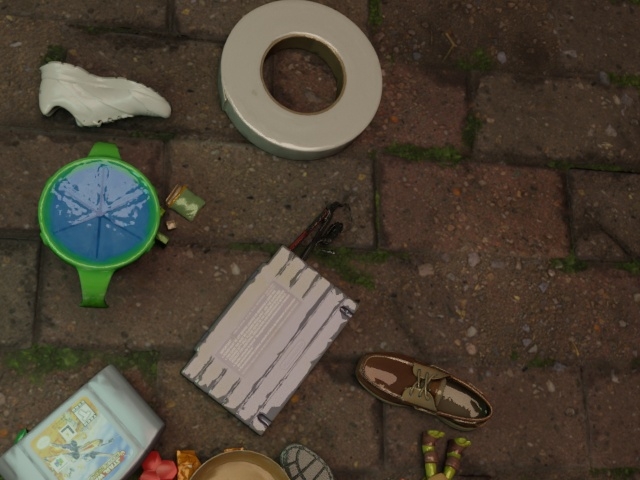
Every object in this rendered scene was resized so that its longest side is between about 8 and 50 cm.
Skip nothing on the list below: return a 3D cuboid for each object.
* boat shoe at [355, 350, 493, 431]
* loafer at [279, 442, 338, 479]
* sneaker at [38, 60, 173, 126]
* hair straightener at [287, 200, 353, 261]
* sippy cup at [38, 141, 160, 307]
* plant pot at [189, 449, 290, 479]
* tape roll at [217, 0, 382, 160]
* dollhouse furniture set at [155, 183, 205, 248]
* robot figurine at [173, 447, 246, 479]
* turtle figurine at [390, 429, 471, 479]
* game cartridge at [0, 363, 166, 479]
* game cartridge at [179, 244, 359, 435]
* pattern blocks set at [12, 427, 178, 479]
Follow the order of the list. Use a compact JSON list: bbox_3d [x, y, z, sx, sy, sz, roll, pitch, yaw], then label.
[{"bbox_3d":[0.236,0.322,1.973,0.325,0.116,0.123,21,72,-8],"label":"boat shoe"},{"bbox_3d":[0.011,0.538,1.887,0.096,0.084,0.267,-42,85,-9],"label":"loafer"},{"bbox_3d":[-0.476,-0.304,1.980,0.297,0.111,0.129,11,89,-7],"label":"sneaker"},{"bbox_3d":[0.000,0.000,2.042,0.089,0.047,0.230,42,66,-1],"label":"hair straightener"},{"bbox_3d":[-0.452,-0.029,1.835,0.240,0.224,0.305,38,70,-3],"label":"sippy cup"},{"bbox_3d":[-0.162,0.537,1.774,0.237,0.032,0.236,5,73,-17],"label":"plant pot"},{"bbox_3d":[-0.049,-0.378,2.109,0.392,0.072,0.391,3,76,-13],"label":"tape roll"},{"bbox_3d":[-0.318,-0.057,1.963,0.076,0.058,0.151,34,71,-4],"label":"dollhouse furniture set"},{"bbox_3d":[-0.219,0.571,1.811,0.211,0.085,0.290,1,75,-13],"label":"robot figurine"},{"bbox_3d":[0.268,0.534,1.942,0.270,0.087,0.217,15,65,-1],"label":"turtle figurine"},{"bbox_3d":[-0.462,0.411,1.756,0.297,0.062,0.198,-42,72,-14],"label":"game cartridge"},{"bbox_3d":[-0.110,0.210,1.933,0.230,0.068,0.355,38,78,2],"label":"game cartridge"},{"bbox_3d":[-0.476,0.491,1.769,0.325,0.026,0.285,25,72,7],"label":"pattern blocks set"}]
